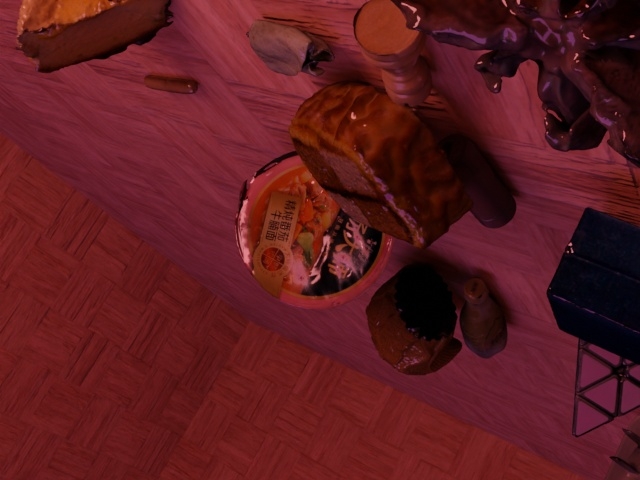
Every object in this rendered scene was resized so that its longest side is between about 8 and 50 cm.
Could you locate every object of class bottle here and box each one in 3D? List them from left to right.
[{"bbox_3d":[0.183,-0.068,0.975,0.053,0.053,0.140,16,161,45],"label":"bottle"},{"bbox_3d":[0.285,0.133,1.450,0.083,0.083,0.270,24,162,24],"label":"bottle"}]

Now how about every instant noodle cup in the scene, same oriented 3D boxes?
[{"bbox_3d":[0.000,0.000,1.300,0.243,0.244,0.255,28,174,8],"label":"instant noodle cup"}]

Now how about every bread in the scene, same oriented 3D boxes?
[{"bbox_3d":[-0.270,-0.277,1.011,0.160,0.169,0.140,15,165,-1],"label":"bread"},{"bbox_3d":[0.062,-0.088,0.947,0.181,0.096,0.222,53,169,-26],"label":"bread"}]

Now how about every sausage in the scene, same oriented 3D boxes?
[{"bbox_3d":[-0.234,-0.243,1.284,0.132,0.024,0.024,18,162,45],"label":"sausage"}]

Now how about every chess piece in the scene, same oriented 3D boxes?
[{"bbox_3d":[0.075,-0.178,0.794,0.066,0.066,0.122,25,172,21],"label":"chess piece"}]

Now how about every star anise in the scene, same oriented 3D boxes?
[{"bbox_3d":[0.180,-0.137,0.611,0.257,0.111,0.198,41,164,-16],"label":"star anise"}]

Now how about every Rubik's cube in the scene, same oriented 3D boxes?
[{"bbox_3d":[0.407,0.203,1.247,0.190,0.178,0.211,41,162,-30],"label":"Rubik's cube"}]

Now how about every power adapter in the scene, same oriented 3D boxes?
[{"bbox_3d":[0.653,0.448,1.590,0.255,0.187,0.124,35,165,-22],"label":"power adapter"}]

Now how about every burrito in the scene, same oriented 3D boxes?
[{"bbox_3d":[-0.028,-0.211,0.915,0.118,0.044,0.074,20,161,45],"label":"burrito"}]

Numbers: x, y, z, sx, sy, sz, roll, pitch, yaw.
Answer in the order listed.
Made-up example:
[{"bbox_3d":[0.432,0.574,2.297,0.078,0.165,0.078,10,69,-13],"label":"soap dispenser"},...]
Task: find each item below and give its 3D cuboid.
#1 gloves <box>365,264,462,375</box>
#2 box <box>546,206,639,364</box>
[{"bbox_3d":[0.165,0.150,1.523,0.356,0.155,0.203,69,179,-72],"label":"gloves"},{"bbox_3d":[0.394,0.086,0.890,0.261,0.116,0.279,26,178,22],"label":"box"}]
